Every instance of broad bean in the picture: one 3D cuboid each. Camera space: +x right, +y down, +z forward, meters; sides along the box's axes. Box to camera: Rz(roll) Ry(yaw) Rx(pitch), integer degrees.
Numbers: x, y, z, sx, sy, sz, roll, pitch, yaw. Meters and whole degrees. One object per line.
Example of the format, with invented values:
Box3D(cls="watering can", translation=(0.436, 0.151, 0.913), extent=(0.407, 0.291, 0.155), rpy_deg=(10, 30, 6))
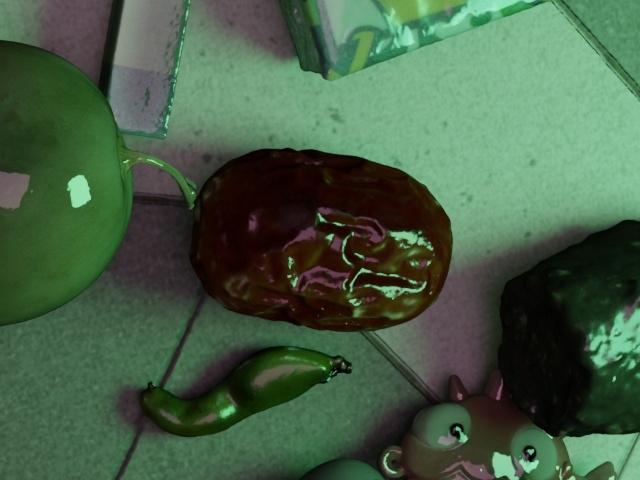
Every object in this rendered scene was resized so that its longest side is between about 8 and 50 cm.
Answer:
Box3D(cls="broad bean", translation=(-0.072, 0.147, 1.791), extent=(0.213, 0.048, 0.070), rpy_deg=(-14, 102, -9))

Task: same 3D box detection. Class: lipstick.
Box3D(cls="lipstick", translation=(-0.154, -0.258, 1.704), extent=(0.068, 0.066, 0.317), rpy_deg=(10, 95, -16))

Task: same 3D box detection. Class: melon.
Box3D(cls="melon", translation=(-0.306, -0.045, 1.599), extent=(0.308, 0.272, 0.272), rpy_deg=(-33, 105, 9))

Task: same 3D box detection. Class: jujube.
Box3D(cls="jujube", translation=(0.000, 0.000, 1.729), extent=(0.250, 0.174, 0.174), rpy_deg=(11, 95, -12))

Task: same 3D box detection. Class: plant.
Box3D(cls="plant", translation=(0.324, 0.087, 1.804), extent=(0.276, 0.199, 0.188), rpy_deg=(-17, 112, -24))

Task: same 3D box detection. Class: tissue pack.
Box3D(cls="tissue pack", translation=(0.099, -0.311, 1.730), extent=(0.310, 0.128, 0.228), rpy_deg=(-20, 104, -11))

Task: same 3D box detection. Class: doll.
Box3D(cls="doll", translation=(0.182, 0.239, 1.845), extent=(0.262, 0.093, 0.211), rpy_deg=(16, 81, -14))

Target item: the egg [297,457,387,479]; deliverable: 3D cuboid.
Box3D(cls="egg", translation=(0.013, 0.313, 1.784), extent=(0.146, 0.146, 0.199), rpy_deg=(14, 102, -16))
